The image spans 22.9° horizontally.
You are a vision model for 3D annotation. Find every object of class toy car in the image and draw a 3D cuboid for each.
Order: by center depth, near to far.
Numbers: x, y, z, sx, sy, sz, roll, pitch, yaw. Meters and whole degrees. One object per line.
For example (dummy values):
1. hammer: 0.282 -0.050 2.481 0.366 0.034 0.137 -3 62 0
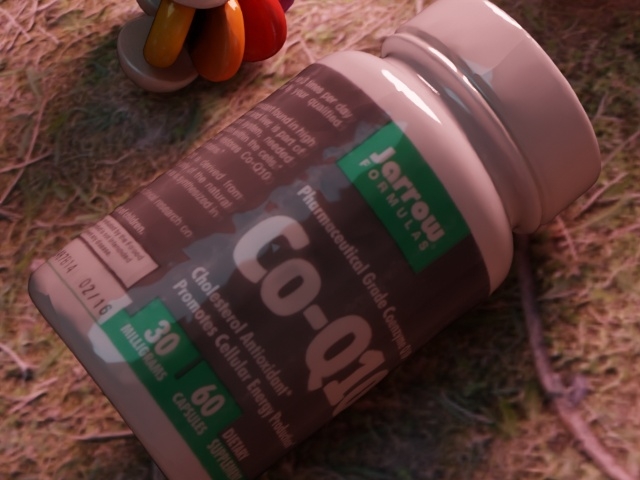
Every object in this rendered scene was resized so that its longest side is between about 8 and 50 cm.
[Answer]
1. toy car: -0.087 -0.211 1.325 0.136 0.159 0.182 15 53 -13

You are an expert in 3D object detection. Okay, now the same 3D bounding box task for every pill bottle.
1. pill bottle: 0.000 0.000 1.076 0.361 0.204 0.204 -38 51 -10
